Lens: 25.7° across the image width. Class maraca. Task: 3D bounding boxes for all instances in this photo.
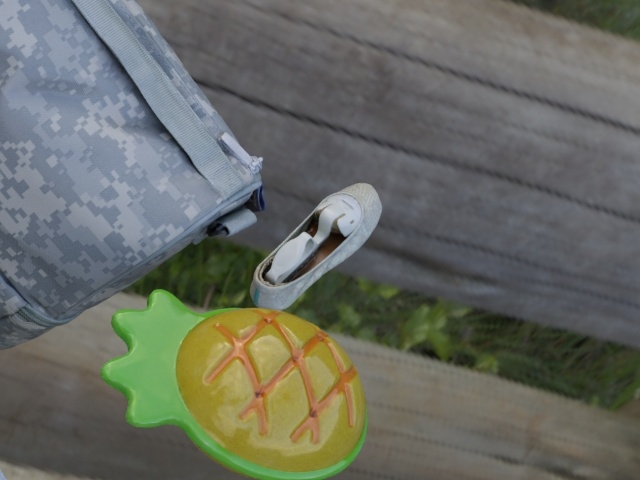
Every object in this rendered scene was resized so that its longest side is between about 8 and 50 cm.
[{"bbox_3d":[-0.053,0.095,0.925,0.186,0.099,0.127,19,45,-16],"label":"maraca"}]

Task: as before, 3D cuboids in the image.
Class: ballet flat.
[{"bbox_3d":[0.000,0.000,1.289,0.057,0.052,0.168,34,66,19],"label":"ballet flat"}]

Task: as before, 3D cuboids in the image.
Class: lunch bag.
[{"bbox_3d":[-0.211,-0.094,1.048,0.305,0.256,0.212,54,45,-10],"label":"lunch bag"}]

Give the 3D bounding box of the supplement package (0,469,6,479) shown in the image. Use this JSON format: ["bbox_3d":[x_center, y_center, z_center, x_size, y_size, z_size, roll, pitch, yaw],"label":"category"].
[{"bbox_3d":[-0.286,0.235,0.876,0.204,0.262,0.145,7,53,14],"label":"supplement package"}]
